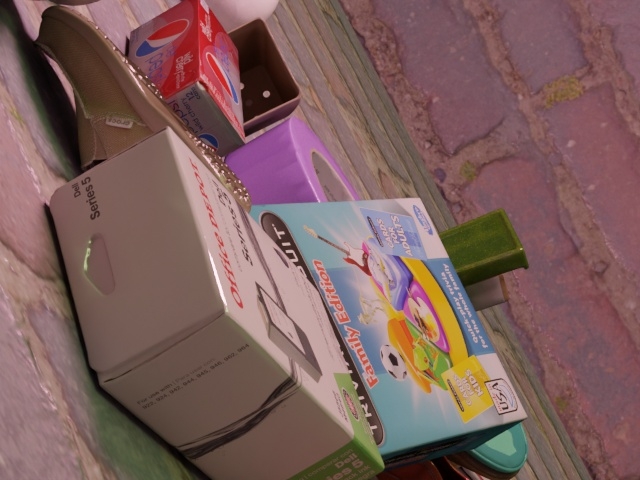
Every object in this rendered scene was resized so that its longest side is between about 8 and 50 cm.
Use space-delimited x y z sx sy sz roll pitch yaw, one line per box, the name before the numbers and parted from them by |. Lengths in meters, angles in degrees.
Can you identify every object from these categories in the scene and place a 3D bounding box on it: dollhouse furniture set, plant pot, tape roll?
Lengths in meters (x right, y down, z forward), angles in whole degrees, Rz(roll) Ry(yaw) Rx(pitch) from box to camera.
dollhouse furniture set | 0.249 0.139 2.720 0.301 0.151 0.198 -111 -178 -47
plant pot | -0.087 -0.172 2.219 0.109 0.109 0.096 63 -2 15
tape roll | 0.000 0.000 2.191 0.275 0.090 0.275 58 10 -16

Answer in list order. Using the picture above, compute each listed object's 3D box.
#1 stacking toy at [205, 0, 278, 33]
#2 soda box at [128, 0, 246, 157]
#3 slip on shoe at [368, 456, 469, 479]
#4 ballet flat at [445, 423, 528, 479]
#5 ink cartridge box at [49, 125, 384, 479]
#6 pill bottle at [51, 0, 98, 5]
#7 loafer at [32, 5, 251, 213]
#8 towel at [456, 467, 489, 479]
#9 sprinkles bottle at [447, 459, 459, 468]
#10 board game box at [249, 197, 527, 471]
stacking toy | -0.098 -0.434 2.576 0.351 0.350 0.480 54 31 -31
soda box | -0.136 -0.154 1.930 0.083 0.092 0.263 57 10 -23
slip on shoe | 0.064 0.185 1.955 0.331 0.101 0.123 55 13 -21
ballet flat | 0.074 0.138 2.049 0.342 0.124 0.116 43 47 -22
ink cartridge box | -0.079 0.073 1.513 0.273 0.114 0.198 49 15 -49
pill bottle | -0.244 -0.281 1.576 0.153 0.153 0.264 63 11 13
loafer | -0.169 -0.094 1.628 0.268 0.092 0.102 48 1 28
towel | 0.150 0.194 2.555 0.237 0.037 0.329 50 16 -55
sprinkles bottle | 0.114 0.132 2.298 0.121 0.121 0.355 56 11 -25
board game box | 0.037 0.090 1.826 0.336 0.079 0.254 -4 65 -57
